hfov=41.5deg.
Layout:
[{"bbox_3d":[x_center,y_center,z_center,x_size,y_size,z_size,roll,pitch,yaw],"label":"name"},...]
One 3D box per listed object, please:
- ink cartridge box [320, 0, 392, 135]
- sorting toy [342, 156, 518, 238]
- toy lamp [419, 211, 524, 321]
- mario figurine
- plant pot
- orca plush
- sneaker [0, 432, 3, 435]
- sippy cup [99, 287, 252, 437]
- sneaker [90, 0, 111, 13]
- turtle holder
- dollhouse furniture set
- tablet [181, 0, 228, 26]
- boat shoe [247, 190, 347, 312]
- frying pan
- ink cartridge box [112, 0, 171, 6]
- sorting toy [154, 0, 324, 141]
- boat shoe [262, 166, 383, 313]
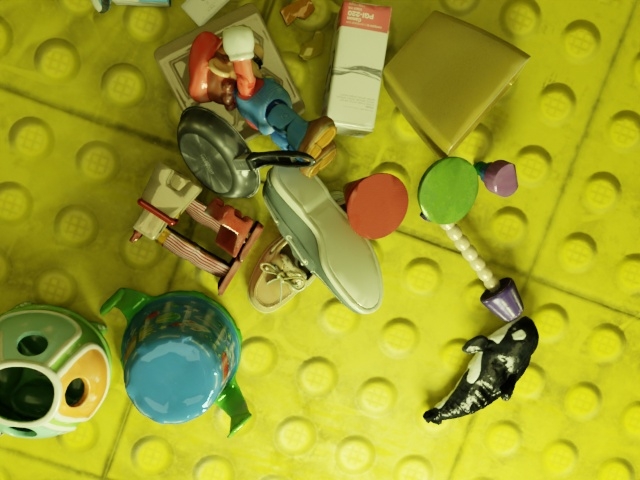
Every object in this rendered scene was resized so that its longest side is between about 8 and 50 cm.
[{"bbox_3d":[0.060,-0.304,1.531,0.092,0.158,0.218,7,91,-5],"label":"ink cartridge box"},{"bbox_3d":[0.187,-0.102,1.565,0.365,0.126,0.127,-13,114,-23],"label":"sorting toy"},{"bbox_3d":[0.299,0.039,1.647,0.080,0.080,0.275,-37,96,1],"label":"toy lamp"},{"bbox_3d":[-0.091,-0.269,1.479,0.320,0.170,0.198,41,130,13],"label":"mario figurine"},{"bbox_3d":[0.229,-0.291,1.544,0.187,0.212,0.212,41,93,6],"label":"plant pot"},{"bbox_3d":[0.325,0.274,1.645,0.287,0.102,0.151,-34,119,-1],"label":"orca plush"},{"bbox_3d":[-0.650,0.378,1.629,0.083,0.037,0.032,-19,97,-4],"label":"sneaker"},{"bbox_3d":[-0.262,0.224,1.548,0.305,0.224,0.240,11,96,-5],"label":"sippy cup"},{"bbox_3d":[-0.449,-0.487,1.527,0.082,0.071,0.191,-30,90,6],"label":"sneaker"},{"bbox_3d":[-0.542,0.228,1.523,0.320,0.227,0.243,33,94,-8],"label":"turtle holder"},{"bbox_3d":[-0.216,-0.011,1.450,0.201,0.374,0.152,32,89,-6],"label":"dollhouse furniture set"},{"bbox_3d":[-0.213,-0.445,1.577,0.083,0.006,0.054,-43,98,1],"label":"tablet"},{"bbox_3d":[-0.038,0.021,1.608,0.104,0.089,0.285,37,93,-8],"label":"boat shoe"},{"bbox_3d":[-0.141,-0.124,1.497,0.326,0.197,0.053,30,56,28],"label":"frying pan"},{"bbox_3d":[-0.323,-0.520,1.530,0.104,0.060,0.180,2,97,-4],"label":"ink cartridge box"},{"bbox_3d":[-0.126,-0.320,1.587,0.307,0.041,0.229,-27,97,-4],"label":"sorting toy"},{"bbox_3d":[0.000,0.000,1.532,0.116,0.099,0.319,-31,85,-37],"label":"boat shoe"}]
